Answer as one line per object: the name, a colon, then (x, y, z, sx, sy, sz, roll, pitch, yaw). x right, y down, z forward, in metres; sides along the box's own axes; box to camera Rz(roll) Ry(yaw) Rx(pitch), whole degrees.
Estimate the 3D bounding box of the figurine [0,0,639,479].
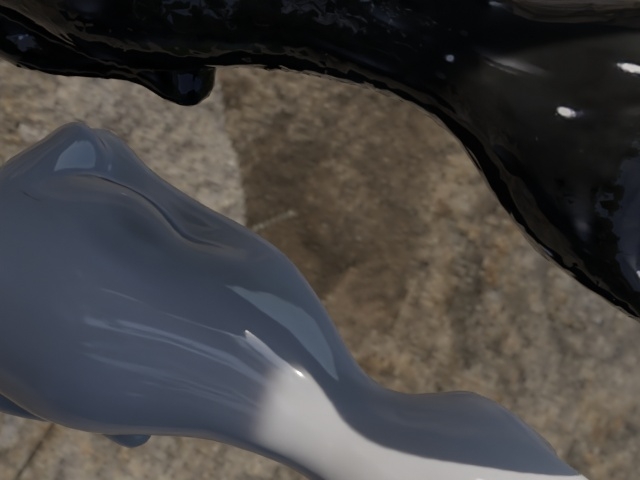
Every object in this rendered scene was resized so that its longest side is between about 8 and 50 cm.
figurine: (0.000, 0.000, 0.392, 0.092, 0.209, 0.215, -41, 153, -46)
